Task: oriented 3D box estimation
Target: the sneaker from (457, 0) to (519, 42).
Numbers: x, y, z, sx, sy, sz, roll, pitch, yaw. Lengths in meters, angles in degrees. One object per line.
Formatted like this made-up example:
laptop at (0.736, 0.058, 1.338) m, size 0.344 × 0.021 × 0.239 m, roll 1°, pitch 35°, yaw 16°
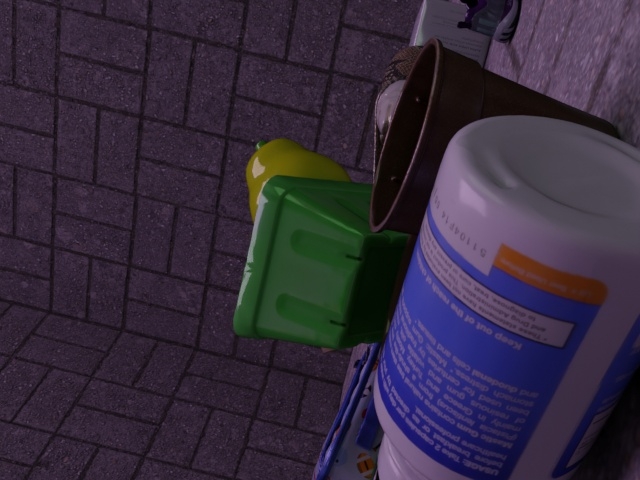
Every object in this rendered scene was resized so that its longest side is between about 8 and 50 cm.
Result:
sneaker at (0.291, -0.438, 1.264) m, size 0.083 × 0.098 × 0.224 m, roll 102°, pitch -178°, yaw -58°

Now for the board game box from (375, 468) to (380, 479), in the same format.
board game box at (0.119, 0.402, 1.229) m, size 0.259 × 0.039 × 0.124 m, roll 97°, pitch -173°, yaw -54°

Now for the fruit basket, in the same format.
fruit basket at (0.000, 0.000, 1.188) m, size 0.392 × 0.392 × 0.283 m, roll -69°, pitch -8°, yaw -79°

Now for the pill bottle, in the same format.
pill bottle at (0.120, 0.071, 0.486) m, size 0.152 × 0.152 × 0.272 m, roll -74°, pitch -2°, yaw -55°

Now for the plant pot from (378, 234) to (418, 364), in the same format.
plant pot at (0.150, 0.086, 0.929) m, size 0.237 × 0.109 × 0.237 m, roll 13°, pitch -90°, yaw -88°

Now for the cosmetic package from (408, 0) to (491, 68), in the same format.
cosmetic package at (0.237, -0.290, 1.577) m, size 0.217 × 0.156 × 0.385 m, roll -60°, pitch -17°, yaw -84°

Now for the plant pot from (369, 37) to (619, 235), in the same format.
plant pot at (0.144, -0.064, 0.625) m, size 0.167 × 0.165 × 0.167 m, roll -164°, pitch 90°, yaw -83°

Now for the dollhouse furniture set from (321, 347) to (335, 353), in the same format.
dollhouse furniture set at (0.023, 0.088, 1.615) m, size 0.174 × 0.303 × 0.355 m, roll -20°, pitch -6°, yaw -45°

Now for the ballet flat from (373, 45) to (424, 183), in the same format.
ballet flat at (0.162, -0.139, 1.379) m, size 0.182 × 0.164 × 0.483 m, roll 3°, pitch -89°, yaw -68°

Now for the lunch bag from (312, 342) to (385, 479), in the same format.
lunch bag at (0.084, 0.328, 1.376) m, size 0.243 × 0.115 × 0.303 m, roll 99°, pitch -166°, yaw -61°
